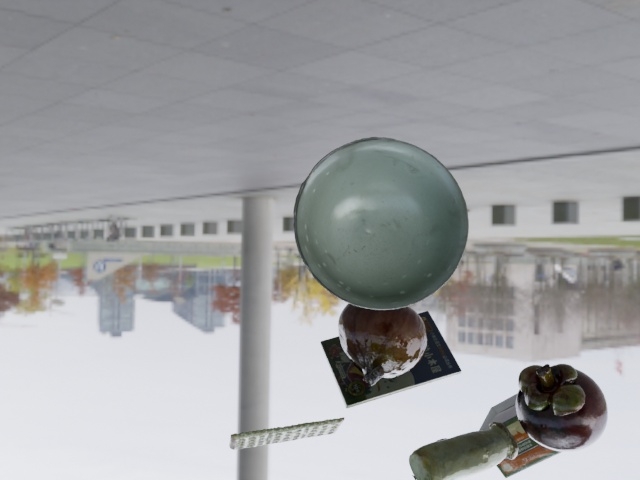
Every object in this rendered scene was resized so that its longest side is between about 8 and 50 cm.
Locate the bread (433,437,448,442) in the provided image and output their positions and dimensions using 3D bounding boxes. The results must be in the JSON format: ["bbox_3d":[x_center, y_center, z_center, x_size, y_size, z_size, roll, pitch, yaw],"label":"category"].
[{"bbox_3d":[0.318,0.565,2.095,0.053,0.085,0.085,43,-157,32],"label":"bread"}]

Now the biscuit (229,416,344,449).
[{"bbox_3d":[-0.072,0.400,1.620,0.231,0.016,0.139,-7,156,-11],"label":"biscuit"}]

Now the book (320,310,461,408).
[{"bbox_3d":[0.184,0.312,2.100,0.322,0.228,0.018,-16,136,-10],"label":"book"}]

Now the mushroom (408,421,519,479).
[{"bbox_3d":[0.336,0.495,1.812,0.312,0.081,0.100,-6,-133,-37],"label":"mushroom"}]

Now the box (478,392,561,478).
[{"bbox_3d":[0.546,0.498,2.074,0.195,0.148,0.177,-38,178,31],"label":"box"}]

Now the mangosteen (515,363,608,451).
[{"bbox_3d":[0.469,0.319,1.545,0.200,0.200,0.200,1,178,0],"label":"mangosteen"}]

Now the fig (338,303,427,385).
[{"bbox_3d":[0.147,0.247,1.962,0.235,0.214,0.235,29,176,2],"label":"fig"}]

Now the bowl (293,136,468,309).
[{"bbox_3d":[0.103,-0.020,1.441,0.313,0.313,0.146,1,168,-4],"label":"bowl"}]
